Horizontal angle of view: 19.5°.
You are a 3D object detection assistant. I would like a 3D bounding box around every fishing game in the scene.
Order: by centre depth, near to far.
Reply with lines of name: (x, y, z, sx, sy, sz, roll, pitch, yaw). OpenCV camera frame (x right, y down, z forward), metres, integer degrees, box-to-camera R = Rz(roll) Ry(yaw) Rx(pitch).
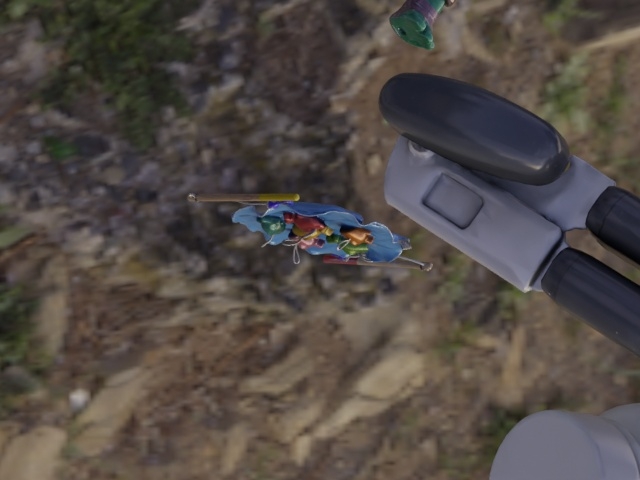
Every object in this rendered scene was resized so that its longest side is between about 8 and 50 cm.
fishing game: (0.000, 0.000, 1.900, 0.264, 0.189, 0.041, 28, 69, -56)

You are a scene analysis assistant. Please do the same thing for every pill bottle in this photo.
pill bottle: (0.224, 0.173, 1.198, 0.229, 0.131, 0.131, 13, 78, -36)

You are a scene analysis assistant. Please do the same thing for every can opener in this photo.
can opener: (0.141, 0.005, 0.932, 0.076, 0.283, 0.095, -55, 152, -2)

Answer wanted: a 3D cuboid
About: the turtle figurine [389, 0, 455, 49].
turtle figurine: (0.133, -0.277, 1.574, 0.234, 0.118, 0.175, -43, 84, -13)
